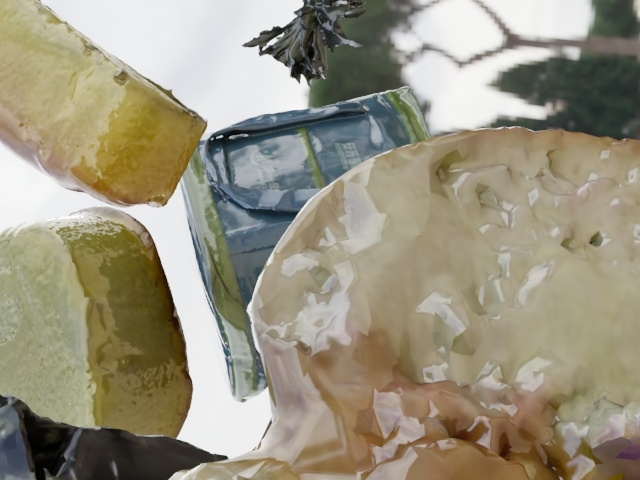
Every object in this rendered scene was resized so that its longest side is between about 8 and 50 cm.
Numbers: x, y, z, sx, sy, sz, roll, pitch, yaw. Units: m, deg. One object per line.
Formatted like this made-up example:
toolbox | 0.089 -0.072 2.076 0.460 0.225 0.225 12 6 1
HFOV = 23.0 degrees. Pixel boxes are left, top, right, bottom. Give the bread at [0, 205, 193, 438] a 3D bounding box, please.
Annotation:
bread | -0.242 0.102 1.530 0.148 0.269 0.270 -7 -74 -50

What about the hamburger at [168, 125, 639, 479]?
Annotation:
hamburger | 0.149 0.151 0.587 0.287 0.445 0.268 115 173 -59

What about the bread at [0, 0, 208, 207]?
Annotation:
bread | -0.179 -0.104 1.058 0.102 0.245 0.094 17 -73 -57

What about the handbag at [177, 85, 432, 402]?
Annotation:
handbag | 0.000 0.000 1.447 0.263 0.241 0.222 -113 11 -47

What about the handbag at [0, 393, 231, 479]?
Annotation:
handbag | -0.128 0.301 0.587 0.180 0.316 0.416 23 -134 -39

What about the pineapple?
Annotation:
pineapple | 0.017 -0.280 1.610 0.251 0.125 0.125 -65 -17 9
